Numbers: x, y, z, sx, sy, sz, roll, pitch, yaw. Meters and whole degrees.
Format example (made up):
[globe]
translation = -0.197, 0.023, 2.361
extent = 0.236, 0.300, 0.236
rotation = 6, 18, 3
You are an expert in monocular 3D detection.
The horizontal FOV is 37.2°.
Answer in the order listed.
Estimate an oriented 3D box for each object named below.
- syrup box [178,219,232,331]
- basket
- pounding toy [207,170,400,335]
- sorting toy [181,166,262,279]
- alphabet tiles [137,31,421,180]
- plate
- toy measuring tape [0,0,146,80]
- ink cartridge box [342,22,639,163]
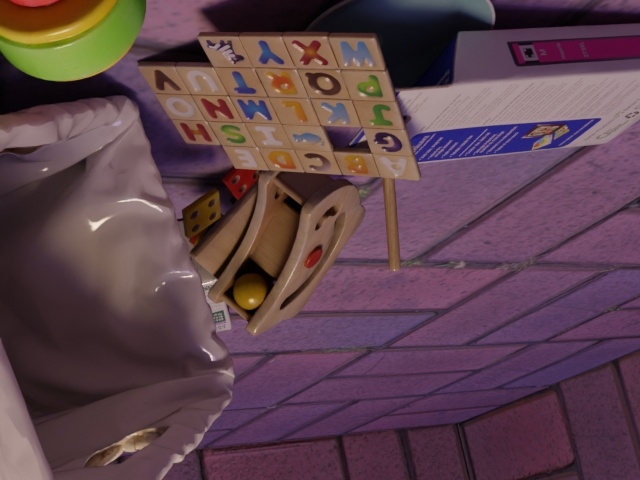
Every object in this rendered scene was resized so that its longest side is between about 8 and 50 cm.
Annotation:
[syrup box]
translation = -0.179, 0.058, 1.306
extent = 0.093, 0.096, 0.237
rotation = -10, 159, -6
[basket]
translation = -0.284, 0.077, 0.830
extent = 0.266, 0.331, 0.328
rotation = -16, -171, 19
[pounding toy]
translation = 0.000, 0.000, 1.085
extent = 0.269, 0.155, 0.154
rotation = -56, 160, 11
[sorting toy]
translation = -0.099, -0.021, 1.133
extent = 0.132, 0.046, 0.274
rotation = -48, 157, -5
[alphabet tiles]
translation = -0.040, -0.120, 0.865
extent = 0.237, 0.009, 0.198
rotation = 5, 151, 21
[plate]
translation = 0.066, -0.190, 0.876
extent = 0.188, 0.024, 0.188
rotation = -10, 161, -4
[toy measuring tape]
translation = -0.122, -0.183, 0.666
extent = 0.330, 0.121, 0.121
rotation = -12, 160, 1
[ink cartridge box]
translation = 0.192, -0.144, 0.964
extent = 0.371, 0.069, 0.176
rotation = -10, 163, -25
